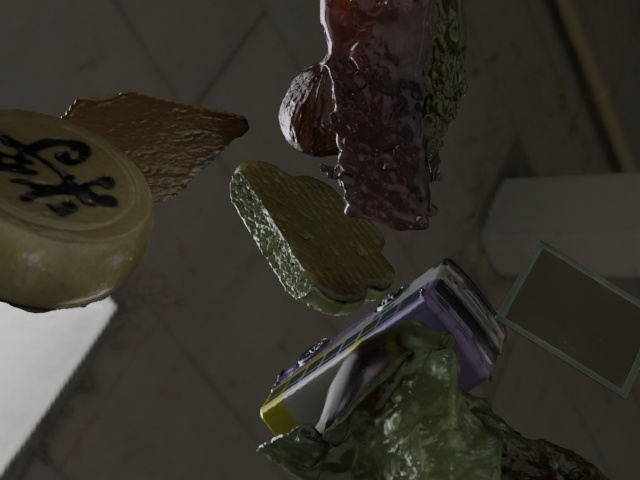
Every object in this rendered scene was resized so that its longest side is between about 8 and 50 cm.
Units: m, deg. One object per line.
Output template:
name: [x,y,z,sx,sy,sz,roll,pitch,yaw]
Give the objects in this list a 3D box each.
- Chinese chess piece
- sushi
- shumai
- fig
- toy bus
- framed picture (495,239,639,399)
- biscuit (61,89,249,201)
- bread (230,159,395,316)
Chinese chess piece: [-0.312,-0.037,1.210,0.257,0.257,0.104,-20,-34,-52]
sushi: [0.052,-0.143,0.813,0.161,0.107,0.241,60,-145,-64]
shumai: [0.130,0.270,1.275,0.395,0.395,0.348,-16,-101,-52]
fig: [0.013,-0.225,1.613,0.133,0.146,0.201,-15,-39,-27]
toy bus: [0.120,0.249,2.060,0.209,0.440,0.249,52,-160,-5]
framed picture: [0.320,0.095,1.346,0.142,0.183,0.011,-55,-7,-33]
biscuit: [-0.243,-0.119,1.411,0.237,0.232,0.013,9,-122,-39]
bread: [0.000,0.000,1.476,0.207,0.056,0.286,8,-141,-39]
